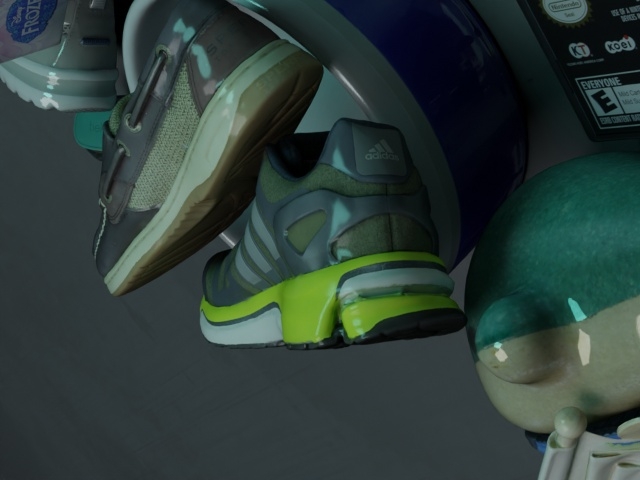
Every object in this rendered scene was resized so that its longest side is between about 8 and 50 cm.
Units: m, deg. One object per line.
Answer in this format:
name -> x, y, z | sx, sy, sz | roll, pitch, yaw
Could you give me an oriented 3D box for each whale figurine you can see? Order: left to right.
whale figurine -> 0.171, 0.006, 0.746 | 0.272, 0.216, 0.141 | 123, 131, -71

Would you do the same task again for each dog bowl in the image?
dog bowl -> 0.000, -0.081, 0.951 | 0.265, 0.104, 0.265 | 34, 149, 24

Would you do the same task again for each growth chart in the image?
growth chart -> 0.224, 0.130, 0.779 | 0.237, 0.021, 0.172 | 2, 145, -8

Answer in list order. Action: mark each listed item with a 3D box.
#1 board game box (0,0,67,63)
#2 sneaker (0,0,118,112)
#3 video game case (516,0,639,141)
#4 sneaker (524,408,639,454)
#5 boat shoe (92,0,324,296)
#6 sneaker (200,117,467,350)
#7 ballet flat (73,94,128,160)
board game box -> -0.245, -0.324, 0.930 | 0.318, 0.066, 0.318 | 60, 155, 15
sneaker -> -0.245, -0.200, 1.185 | 0.281, 0.105, 0.115 | 30, 114, 36
video game case -> 0.177, -0.164, 0.676 | 0.275, 0.035, 0.248 | -1, 126, 56
sneaker -> 0.217, 0.136, 0.964 | 0.082, 0.069, 0.209 | 51, 152, -14
boat shoe -> -0.087, -0.055, 0.895 | 0.092, 0.103, 0.285 | 51, 149, 6
sneaker -> 0.000, 0.000, 0.850 | 0.300, 0.111, 0.121 | 170, 97, -69
ballet flat -> -0.114, -0.080, 1.156 | 0.203, 0.074, 0.074 | 16, 139, 46
